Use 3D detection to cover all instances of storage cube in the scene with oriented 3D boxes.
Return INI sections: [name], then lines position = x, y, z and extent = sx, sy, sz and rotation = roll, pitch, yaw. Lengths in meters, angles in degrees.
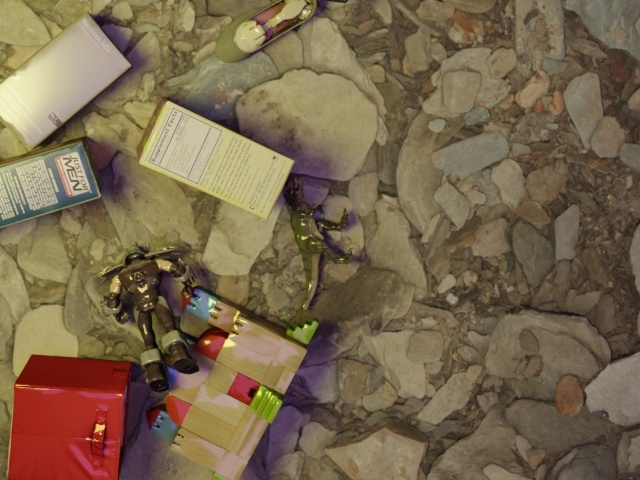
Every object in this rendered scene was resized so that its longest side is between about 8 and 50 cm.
[storage cube]
position = -0.453, 0.325, 1.796
extent = 0.193, 0.215, 0.183
rotation = 5, 100, -7

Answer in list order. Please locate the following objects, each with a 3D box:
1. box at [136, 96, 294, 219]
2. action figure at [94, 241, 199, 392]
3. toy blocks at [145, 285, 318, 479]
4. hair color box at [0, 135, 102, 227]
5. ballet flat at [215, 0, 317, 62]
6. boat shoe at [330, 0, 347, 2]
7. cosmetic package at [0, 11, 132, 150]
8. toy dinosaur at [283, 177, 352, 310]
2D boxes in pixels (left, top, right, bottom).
[box]
position = -0.194, -0.150, 1.754
extent = 0.243, 0.213, 0.117
rotation = 25, 94, -15
[action figure]
position = -0.310, 0.125, 1.799
extent = 0.185, 0.099, 0.285
rotation = -25, 65, 10
[toy blocks]
position = -0.206, 0.266, 1.871
extent = 0.261, 0.191, 0.381
rotation = 27, 94, -4
[hair color box]
position = -0.564, -0.081, 1.711
extent = 0.347, 0.174, 0.105
rotation = -18, 103, -9
[ballet flat]
position = -0.100, -0.398, 1.802
extent = 0.213, 0.068, 0.072
rotation = -32, 105, -4
[boat shoe]
position = -0.072, -0.531, 1.720
extent = 0.341, 0.158, 0.127
rotation = 17, 123, -14
[cosmetic package]
position = -0.458, -0.281, 1.733
extent = 0.238, 0.107, 0.127
rotation = -41, 103, 2
[toy dinosaur]
position = 0.000, 0.000, 1.905
extent = 0.118, 0.064, 0.268
rotation = -7, 103, 4
